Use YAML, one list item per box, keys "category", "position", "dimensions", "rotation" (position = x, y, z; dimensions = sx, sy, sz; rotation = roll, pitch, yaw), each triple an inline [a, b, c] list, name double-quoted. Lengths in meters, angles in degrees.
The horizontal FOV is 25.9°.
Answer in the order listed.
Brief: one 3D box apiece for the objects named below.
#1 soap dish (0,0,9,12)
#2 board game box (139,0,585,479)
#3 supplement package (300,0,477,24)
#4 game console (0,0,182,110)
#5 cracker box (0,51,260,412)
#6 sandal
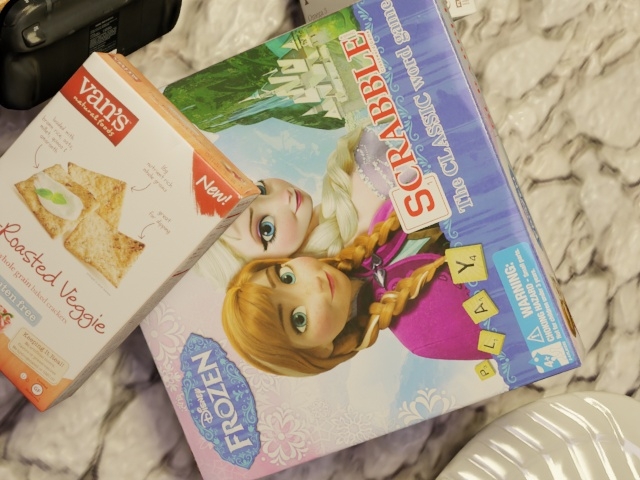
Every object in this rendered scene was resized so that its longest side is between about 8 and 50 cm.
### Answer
- category: "soap dish"
  position: [-0.327, -0.256, 1.065]
  dimensions: [0.229, 0.118, 0.291]
  rotation: [-39, 95, -14]
- category: "board game box"
  position: [0.000, 0.000, 1.089]
  dimensions: [0.318, 0.066, 0.318]
  rotation: [-22, 92, 14]
- category: "supplement package"
  position: [0.039, -0.255, 1.158]
  dimensions: [0.105, 0.105, 0.179]
  rotation: [-16, 90, -33]
- category: "game console"
  position: [-0.227, -0.127, 1.039]
  dimensions: [0.044, 0.213, 0.361]
  rotation: [40, 48, 15]
- category: "cracker box"
  position: [-0.181, -0.007, 1.055]
  dimensions: [0.156, 0.067, 0.232]
  rotation: [44, 101, 4]
- category: "sandal"
  position: [0.133, 0.267, 1.166]
  dimensions: [0.416, 0.102, 0.169]
  rotation: [-32, 79, -22]
